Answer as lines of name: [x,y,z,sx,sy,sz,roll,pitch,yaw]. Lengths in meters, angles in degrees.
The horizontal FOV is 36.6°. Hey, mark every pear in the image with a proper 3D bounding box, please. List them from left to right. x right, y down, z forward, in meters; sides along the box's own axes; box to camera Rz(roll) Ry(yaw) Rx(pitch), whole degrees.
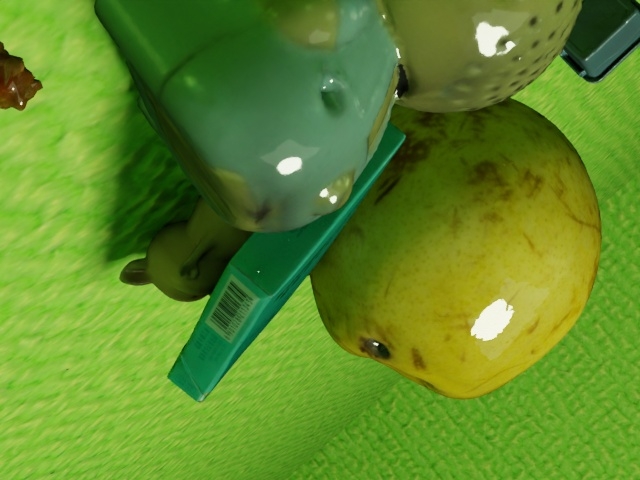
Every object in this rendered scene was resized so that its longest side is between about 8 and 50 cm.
pear: [0.114,-0.002,0.870,0.280,0.281,0.281,-36,164,-12]

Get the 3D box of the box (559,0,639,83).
box: [0.309,-0.232,1.069,0.099,0.074,0.054,-44,154,15]

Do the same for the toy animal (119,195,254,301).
toy animal: [-0.088,-0.005,0.794,0.150,0.089,0.083,-40,145,14]

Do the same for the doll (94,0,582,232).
doll: [0.027,-0.124,0.546,0.260,0.161,0.177,-34,163,-10]

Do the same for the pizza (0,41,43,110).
pizza: [-0.211,-0.044,0.367,0.228,0.081,0.289,-38,163,-4]

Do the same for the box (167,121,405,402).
box: [-0.032,0.019,0.703,0.161,0.042,0.226,-49,177,-31]
